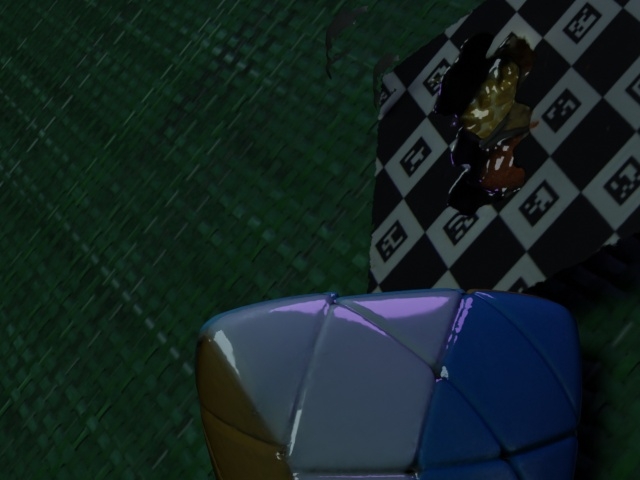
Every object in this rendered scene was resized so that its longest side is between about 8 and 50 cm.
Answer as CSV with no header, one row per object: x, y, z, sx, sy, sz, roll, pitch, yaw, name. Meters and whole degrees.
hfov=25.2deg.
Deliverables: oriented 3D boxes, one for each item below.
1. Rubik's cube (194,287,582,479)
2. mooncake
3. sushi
0.038,0.089,0.814,0.254,0.254,0.254,-30,39,28,Rubik's cube
0.010,0.004,1.033,0.150,0.057,0.347,-31,49,39,mooncake
0.140,-0.061,0.977,0.264,0.050,0.290,-33,38,36,sushi
